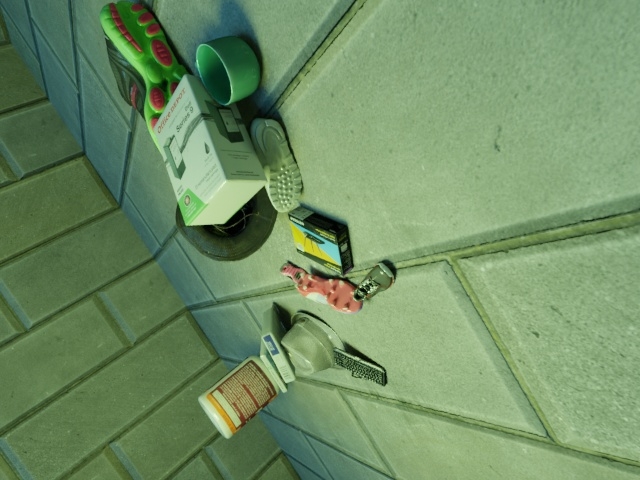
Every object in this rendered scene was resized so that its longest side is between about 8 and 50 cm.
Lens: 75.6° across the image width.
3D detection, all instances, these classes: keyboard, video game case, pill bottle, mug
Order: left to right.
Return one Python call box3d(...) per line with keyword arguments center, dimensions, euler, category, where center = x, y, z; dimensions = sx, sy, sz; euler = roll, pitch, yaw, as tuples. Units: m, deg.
box3d(center=(-0.202, -0.386, 0.906), dimensions=(0.158, 0.097, 0.129), euler=(51, 151, 9), category="mug")
box3d(center=(-0.326, 0.668, 1.864), dimensions=(0.224, 0.392, 0.224), euler=(37, 147, 30), category="pill bottle")
box3d(center=(-0.173, 0.430, 1.560), dimensions=(0.212, 0.023, 0.193), euler=(-100, -13, -63), category="video game case")
box3d(center=(0.119, 0.401, 1.278), dimensions=(0.180, 0.023, 0.108), euler=(17, 135, 32), category="keyboard")

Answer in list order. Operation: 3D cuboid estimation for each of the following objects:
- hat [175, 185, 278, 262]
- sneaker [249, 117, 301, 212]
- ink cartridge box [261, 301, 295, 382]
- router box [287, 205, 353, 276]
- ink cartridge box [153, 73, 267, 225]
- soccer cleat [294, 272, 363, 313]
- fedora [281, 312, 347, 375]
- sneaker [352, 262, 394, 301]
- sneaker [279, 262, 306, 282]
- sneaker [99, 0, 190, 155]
box3d(center=(-0.245, -0.108, 1.176), dimensions=(0.331, 0.331, 0.134), euler=(52, -168, 6), category="hat")
box3d(center=(-0.114, -0.184, 1.013), dimensions=(0.094, 0.090, 0.235), euler=(28, 135, 53), category="sneaker")
box3d(center=(-0.157, 0.378, 1.553), dimensions=(0.224, 0.045, 0.223), euler=(-102, -10, -69), category="ink cartridge box")
box3d(center=(0.000, 0.000, 1.055), dimensions=(0.178, 0.046, 0.133), euler=(26, 140, 41), category="router box")
box3d(center=(-0.275, -0.211, 0.996), dimensions=(0.211, 0.121, 0.289), euler=(-36, 71, 39), category="ink cartridge box")
box3d(center=(0.032, 0.151, 1.150), dimensions=(0.248, 0.083, 0.095), euler=(13, 160, 44), category="soccer cleat")
box3d(center=(-0.041, 0.378, 1.422), dimensions=(0.275, 0.124, 0.244), euler=(15, 133, 49), category="fedora")
box3d(center=(0.120, 0.109, 0.971), dimensions=(0.061, 0.065, 0.158), euler=(47, 150, 14), category="sneaker")
box3d(center=(-0.074, 0.112, 1.294), dimensions=(0.119, 0.047, 0.057), euler=(28, 163, 40), category="sneaker")
box3d(center=(-0.470, -0.430, 1.193), dimensions=(0.202, 0.185, 0.483), euler=(-23, 89, 62), category="sneaker")
